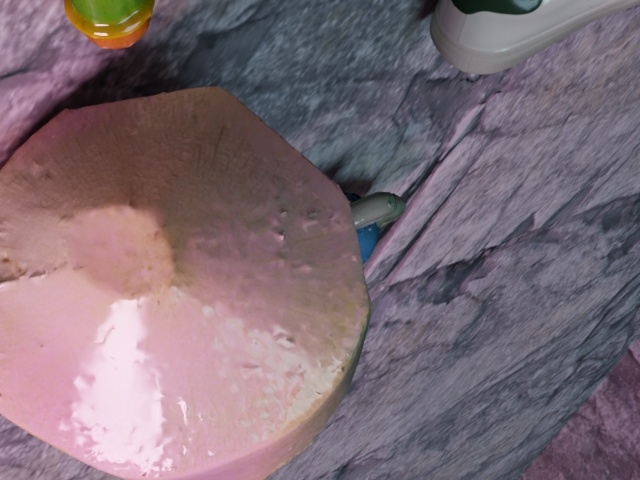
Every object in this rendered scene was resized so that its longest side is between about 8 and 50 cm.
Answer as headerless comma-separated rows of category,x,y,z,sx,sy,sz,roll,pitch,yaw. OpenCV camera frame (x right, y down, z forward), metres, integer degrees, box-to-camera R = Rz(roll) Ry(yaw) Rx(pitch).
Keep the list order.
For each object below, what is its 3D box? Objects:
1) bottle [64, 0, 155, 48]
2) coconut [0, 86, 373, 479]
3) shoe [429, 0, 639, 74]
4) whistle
bottle,-0.103,-0.144,0.779,0.069,0.069,0.187,-39,161,-13
coconut,-0.085,0.027,0.985,0.233,0.233,0.245,-41,169,-8
shoe,0.193,-0.214,1.213,0.265,0.095,0.110,-36,160,-16
whistle,0.000,0.000,1.310,0.114,0.077,0.235,-32,173,30
